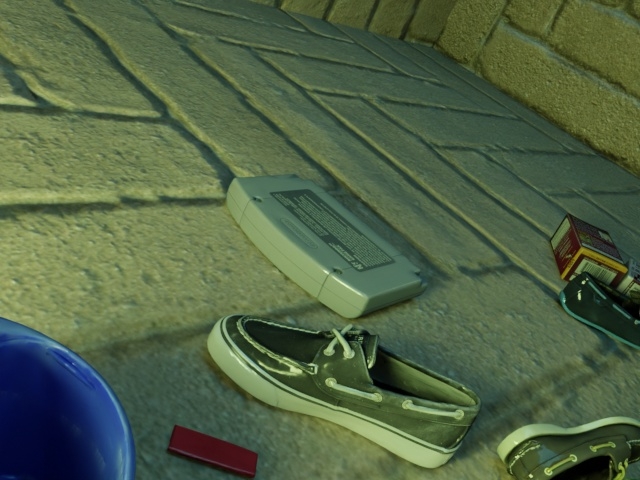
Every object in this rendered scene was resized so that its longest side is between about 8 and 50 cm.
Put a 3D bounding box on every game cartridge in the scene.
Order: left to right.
[{"bbox_3d":[0.000,0.000,1.002,0.198,0.062,0.297,-14,47,-47],"label":"game cartridge"}]

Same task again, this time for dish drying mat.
[{"bbox_3d":[-0.098,0.195,0.614,0.083,0.008,0.032,21,26,-9],"label":"dish drying mat"}]

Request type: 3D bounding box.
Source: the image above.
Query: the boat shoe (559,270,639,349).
[{"bbox_3d":[0.570,0.137,1.217,0.258,0.089,0.109,20,27,-12],"label":"boat shoe"}]

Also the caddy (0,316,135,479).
[{"bbox_3d":[-0.229,0.172,0.349,0.241,0.179,0.341,14,29,-21],"label":"caddy"}]

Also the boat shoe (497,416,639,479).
[{"bbox_3d":[0.316,0.260,0.788,0.227,0.081,0.069,3,36,-25],"label":"boat shoe"}]

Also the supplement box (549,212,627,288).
[{"bbox_3d":[0.563,0.029,1.412,0.104,0.081,0.188,25,27,-1],"label":"supplement box"}]

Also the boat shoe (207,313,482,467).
[{"bbox_3d":[0.029,0.139,0.719,0.301,0.102,0.108,27,27,0],"label":"boat shoe"}]

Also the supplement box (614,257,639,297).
[{"bbox_3d":[0.713,0.145,1.349,0.239,0.073,0.130,35,28,14],"label":"supplement box"}]

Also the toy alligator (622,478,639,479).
[{"bbox_3d":[0.415,0.319,0.789,0.189,0.056,0.051,20,27,-12],"label":"toy alligator"}]
